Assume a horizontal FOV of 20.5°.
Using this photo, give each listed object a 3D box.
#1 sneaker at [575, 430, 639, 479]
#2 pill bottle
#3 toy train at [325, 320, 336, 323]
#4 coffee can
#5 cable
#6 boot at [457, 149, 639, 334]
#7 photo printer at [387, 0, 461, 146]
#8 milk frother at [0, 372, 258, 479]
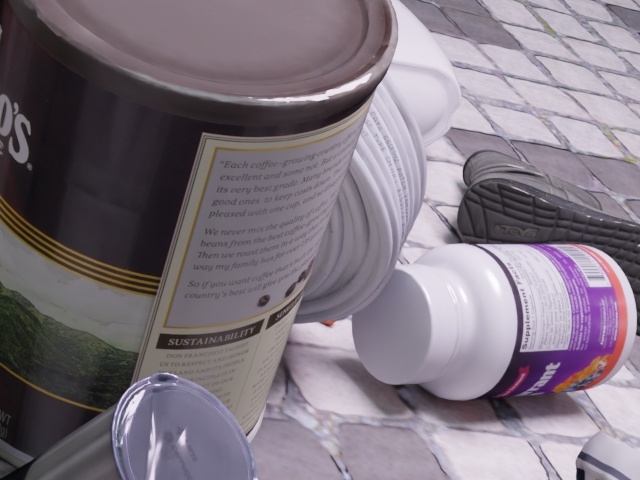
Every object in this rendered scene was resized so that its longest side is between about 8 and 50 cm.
[{"bbox_3d":[0.200,0.196,1.021,0.126,0.127,0.321,28,0,-4],"label":"sneaker"},{"bbox_3d":[0.119,0.056,1.227,0.193,0.108,0.108,0,33,-40],"label":"pill bottle"},{"bbox_3d":[0.000,0.000,1.308,0.125,0.046,0.166,2,32,-38],"label":"toy train"},{"bbox_3d":[-0.092,-0.026,0.961,0.202,0.275,0.201,12,38,-9],"label":"coffee can"},{"bbox_3d":[-0.053,-0.056,1.140,0.257,0.257,0.089,33,53,7],"label":"cable"},{"bbox_3d":[0.232,-0.008,1.496,0.247,0.083,0.161,26,19,2],"label":"boot"},{"bbox_3d":[-0.037,-0.182,1.568,0.308,0.107,0.256,6,30,-33],"label":"photo printer"},{"bbox_3d":[-0.075,0.141,0.852,0.143,0.135,0.129,-18,78,-51],"label":"milk frother"}]
